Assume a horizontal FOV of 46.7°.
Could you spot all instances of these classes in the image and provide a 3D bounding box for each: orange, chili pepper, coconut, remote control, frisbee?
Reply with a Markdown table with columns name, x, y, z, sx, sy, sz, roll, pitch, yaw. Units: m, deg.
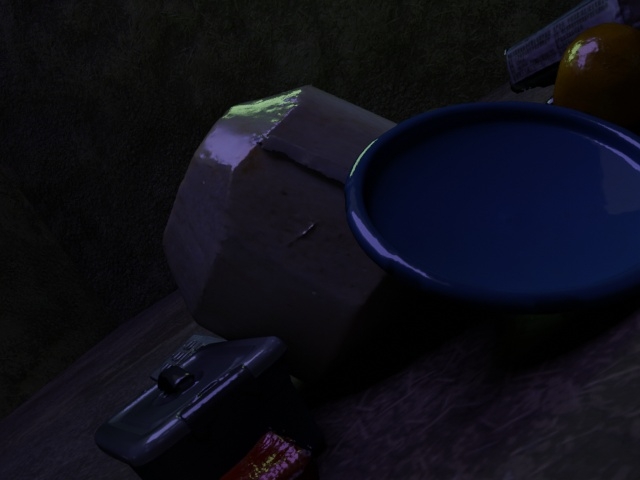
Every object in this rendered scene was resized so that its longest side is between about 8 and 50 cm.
| name | x | y | z | sx | sy | sz | roll | pitch | yaw |
| --- | --- | --- | --- | --- | --- | --- | --- | --- | --- |
| orange | 0.384 | -0.205 | 0.983 | 0.136 | 0.159 | 0.159 | 18 | 32 | 20 |
| chili pepper | -0.060 | 0.200 | 0.550 | 0.123 | 0.073 | 0.070 | -35 | -36 | -28 |
| coconut | 0.000 | 0.000 | 0.816 | 0.323 | 0.323 | 0.323 | -34 | 7 | 5 |
| remote control | -0.198 | 0.211 | 1.207 | 0.109 | 0.055 | 0.313 | -43 | 14 | -21 |
| frisbee | 0.164 | -0.031 | 0.640 | 0.289 | 0.049 | 0.289 | -4 | 40 | 3 |

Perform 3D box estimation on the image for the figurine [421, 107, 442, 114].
| name | x | y | z | sx | sy | sz | roll | pitch | yaw |
| --- | --- | --- | --- | --- | --- | --- | --- | --- | --- |
| figurine | 0.142 | -0.072 | 1.131 | 0.327 | 0.218 | 0.169 | -43 | -32 | -15 |

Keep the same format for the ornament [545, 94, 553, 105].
| name | x | y | z | sx | sy | sz | roll | pitch | yaw |
| --- | --- | --- | --- | --- | --- | --- | --- | --- | --- |
| ornament | 0.488 | -0.262 | 1.150 | 0.202 | 0.080 | 0.236 | -31 | 4 | -9 |

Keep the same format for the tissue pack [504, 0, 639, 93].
| name | x | y | z | sx | sy | sz | roll | pitch | yaw |
| --- | --- | --- | --- | --- | --- | --- | --- | --- | --- |
| tissue pack | 0.546 | -0.395 | 1.395 | 0.259 | 0.122 | 0.361 | -17 | 2 | -18 |

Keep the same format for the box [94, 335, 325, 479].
| name | x | y | z | sx | sy | sz | roll | pitch | yaw |
| --- | --- | --- | --- | --- | --- | --- | --- | --- | --- |
| box | -0.109 | 0.174 | 0.695 | 0.162 | 0.130 | 0.227 | -37 | 8 | -26 |

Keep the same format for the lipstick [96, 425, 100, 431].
| name | x | y | z | sx | sy | sz | roll | pitch | yaw |
| --- | --- | --- | --- | --- | --- | --- | --- | --- | --- |
| lipstick | -0.349 | 0.320 | 1.250 | 0.027 | 0.027 | 0.176 | -39 | 7 | -34 |
